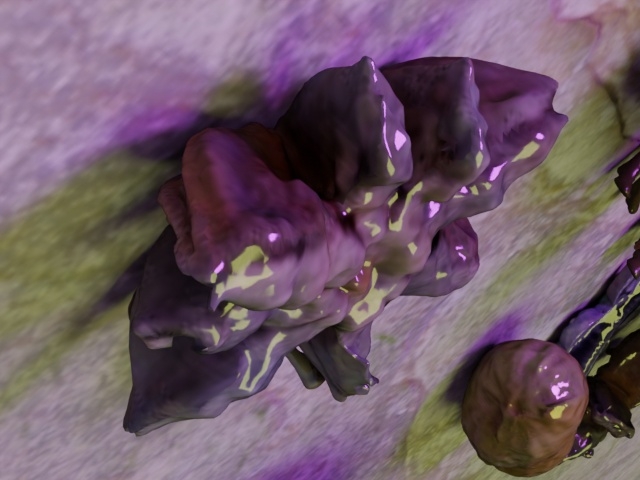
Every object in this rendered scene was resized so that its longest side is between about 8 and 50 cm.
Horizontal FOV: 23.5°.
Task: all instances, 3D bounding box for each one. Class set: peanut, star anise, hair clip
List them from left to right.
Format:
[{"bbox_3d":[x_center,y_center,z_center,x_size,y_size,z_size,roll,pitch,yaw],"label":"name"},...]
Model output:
[{"bbox_3d":[0.000,0.000,0.635,0.229,0.093,0.236,-46,161,9],"label":"star anise"},{"bbox_3d":[0.157,0.132,1.191,0.099,0.099,0.214,-41,165,-3],"label":"peanut"},{"bbox_3d":[0.260,0.151,1.417,0.208,0.063,0.172,-39,175,-44],"label":"star anise"},{"bbox_3d":[0.239,0.082,1.291,0.195,0.052,0.124,-55,162,18],"label":"hair clip"}]

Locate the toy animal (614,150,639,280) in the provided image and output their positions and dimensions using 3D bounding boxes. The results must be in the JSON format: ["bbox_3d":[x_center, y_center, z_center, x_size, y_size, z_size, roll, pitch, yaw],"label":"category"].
[{"bbox_3d":[0.287,-0.007,0.971,0.186,0.214,0.094,-14,142,15],"label":"toy animal"}]

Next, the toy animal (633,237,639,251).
[{"bbox_3d":[0.329,-0.062,1.088,0.114,0.116,0.255,-33,155,-34],"label":"toy animal"}]
